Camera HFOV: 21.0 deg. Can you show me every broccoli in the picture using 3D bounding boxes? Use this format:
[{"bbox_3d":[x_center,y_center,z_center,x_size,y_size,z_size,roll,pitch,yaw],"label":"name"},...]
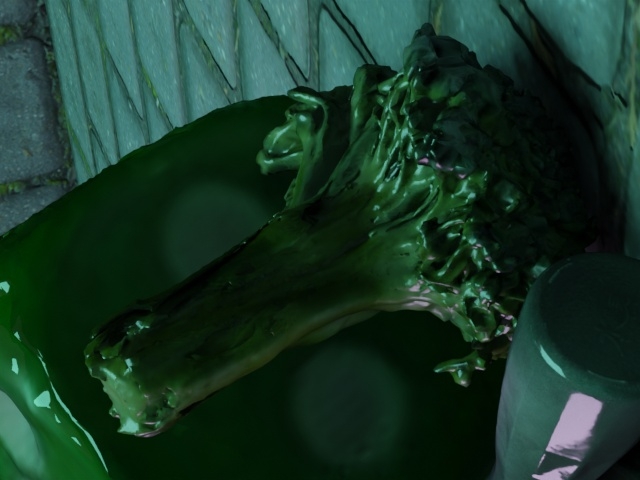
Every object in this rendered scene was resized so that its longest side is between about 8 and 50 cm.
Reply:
[{"bbox_3d":[-0.002,-0.015,0.919,0.177,0.275,0.198,87,167,-52],"label":"broccoli"}]

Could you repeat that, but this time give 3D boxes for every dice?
[{"bbox_3d":[-0.062,0.099,1.107,0.300,0.287,0.297,52,156,6],"label":"dice"}]

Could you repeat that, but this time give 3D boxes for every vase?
[{"bbox_3d":[0.123,0.101,0.899,0.214,0.086,0.086,105,147,-52],"label":"vase"}]

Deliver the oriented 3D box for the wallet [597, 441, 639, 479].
[{"bbox_3d":[0.175,0.185,0.941,0.245,0.052,0.168,-148,48,-73],"label":"wallet"}]
